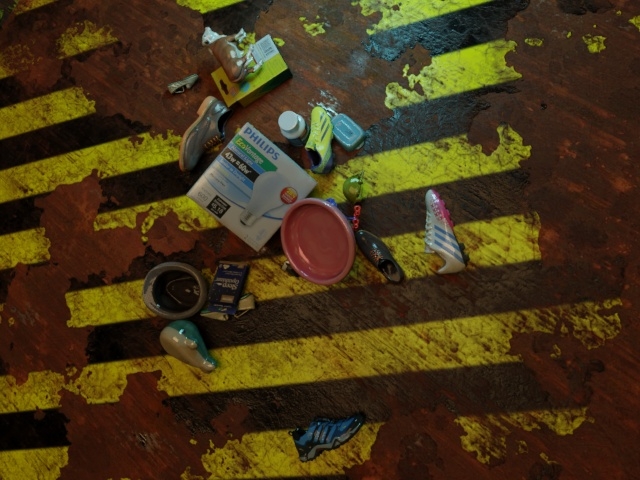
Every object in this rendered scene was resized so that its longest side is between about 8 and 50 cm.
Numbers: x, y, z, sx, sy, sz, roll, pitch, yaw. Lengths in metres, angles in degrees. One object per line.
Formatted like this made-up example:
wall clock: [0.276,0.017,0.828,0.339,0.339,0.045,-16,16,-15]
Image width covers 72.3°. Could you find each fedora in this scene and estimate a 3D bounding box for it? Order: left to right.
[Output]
fedora: [-0.610,0.216,1.897,0.276,0.124,0.243,1,85,6]

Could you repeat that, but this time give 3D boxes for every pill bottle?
pill bottle: [-0.107,-0.464,1.822,0.108,0.180,0.107,-2,83,15]

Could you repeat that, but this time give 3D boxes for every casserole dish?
casserole dish: [0.106,-0.459,1.841,0.114,0.037,0.188,-45,76,6]

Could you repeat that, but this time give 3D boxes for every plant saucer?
plant saucer: [0.000,0.000,1.622,0.332,0.084,0.331,14,114,33]

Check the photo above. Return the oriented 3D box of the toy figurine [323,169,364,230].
toy figurine: [0.038,-0.106,1.705,0.218,0.191,0.362,7,85,-1]

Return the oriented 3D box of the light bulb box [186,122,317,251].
light bulb box: [-0.266,-0.215,1.741,0.358,0.225,0.361,39,95,-15]

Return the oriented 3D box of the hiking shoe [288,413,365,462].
hiking shoe: [0.023,0.727,1.671,0.304,0.113,0.132,-32,77,9]

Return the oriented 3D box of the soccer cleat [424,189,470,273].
soccer cleat: [0.441,-0.029,1.656,0.143,0.116,0.331,-22,78,11]

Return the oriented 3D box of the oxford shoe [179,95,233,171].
oxford shoe: [-0.516,-0.463,1.962,0.133,0.130,0.363,25,91,9]

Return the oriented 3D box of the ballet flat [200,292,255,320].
ballet flat: [-0.388,0.297,1.858,0.249,0.086,0.086,-20,78,10]

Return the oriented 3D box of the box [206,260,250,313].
box: [-0.392,0.194,1.845,0.137,0.036,0.225,4,63,18]

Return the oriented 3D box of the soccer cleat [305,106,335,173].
soccer cleat: [-0.011,-0.418,1.810,0.093,0.121,0.288,-14,82,58]

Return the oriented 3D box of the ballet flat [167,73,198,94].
ballet flat: [-0.643,-0.736,2.073,0.168,0.057,0.052,-14,108,16]

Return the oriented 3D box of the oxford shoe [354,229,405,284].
oxford shoe: [0.231,0.058,1.709,0.097,0.098,0.271,-45,75,6]

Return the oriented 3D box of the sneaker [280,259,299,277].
sneaker: [-0.056,0.056,1.801,0.106,0.078,0.234,40,95,9]

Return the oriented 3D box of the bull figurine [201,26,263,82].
bull figurine: [-0.387,-0.820,1.899,0.189,0.101,0.310,-32,75,7]

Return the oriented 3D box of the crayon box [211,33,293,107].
crayon box: [-0.309,-0.745,1.963,0.319,0.081,0.202,-29,76,9]

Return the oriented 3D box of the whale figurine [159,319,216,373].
whale figurine: [-0.540,0.443,1.847,0.272,0.216,0.141,39,50,-3]
